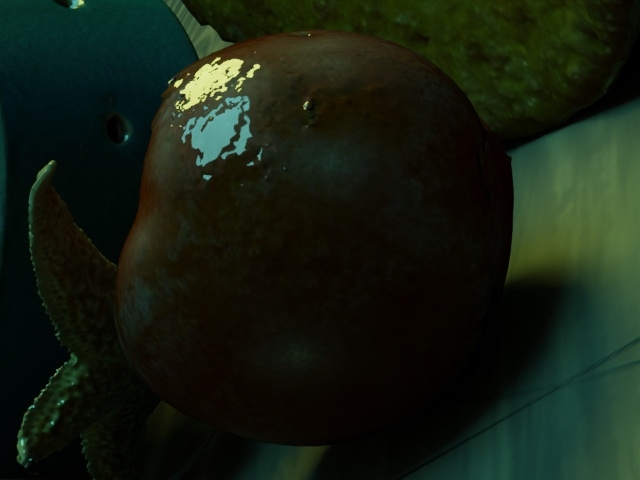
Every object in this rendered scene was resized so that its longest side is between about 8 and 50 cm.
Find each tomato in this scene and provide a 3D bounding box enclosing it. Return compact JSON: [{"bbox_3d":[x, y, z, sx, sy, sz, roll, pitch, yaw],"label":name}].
[{"bbox_3d":[0.000,0.000,0.960,0.208,0.184,0.208,13,-90,-89],"label":"tomato"}]

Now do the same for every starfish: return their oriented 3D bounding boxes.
[{"bbox_3d":[-0.095,0.038,1.091,0.048,0.295,0.231,29,56,34],"label":"starfish"}]

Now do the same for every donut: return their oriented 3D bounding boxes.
[{"bbox_3d":[0.064,-0.246,1.134,0.163,0.377,0.435,-40,-6,-30],"label":"donut"}]

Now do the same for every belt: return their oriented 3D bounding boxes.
[{"bbox_3d":[-0.216,-0.003,1.281,0.436,0.173,0.300,-38,59,51],"label":"belt"}]
